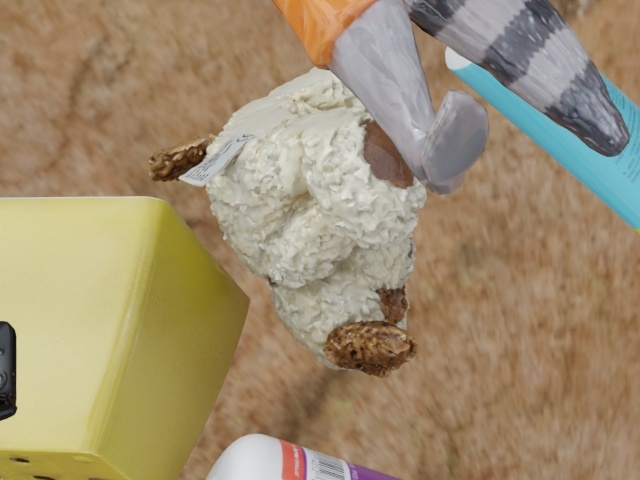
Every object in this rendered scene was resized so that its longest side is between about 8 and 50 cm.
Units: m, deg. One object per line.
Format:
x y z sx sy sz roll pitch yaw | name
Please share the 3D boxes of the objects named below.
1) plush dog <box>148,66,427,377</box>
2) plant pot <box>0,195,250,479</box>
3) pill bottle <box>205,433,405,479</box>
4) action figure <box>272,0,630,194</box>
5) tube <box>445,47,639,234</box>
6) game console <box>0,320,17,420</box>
0.000 0.000 1.537 0.211 0.262 0.225 -19 110 10 | plush dog
-0.194 0.095 1.506 0.212 0.212 0.187 -1 66 18 | plant pot
0.059 0.271 1.451 0.323 0.181 0.181 19 80 -10 | pill bottle
-0.057 -0.119 0.679 0.330 0.178 0.341 31 76 24 | action figure
0.158 -0.053 1.070 0.207 0.052 0.080 38 54 -23 | tube
-0.245 0.087 1.145 0.122 0.071 0.107 -19 45 11 | game console
